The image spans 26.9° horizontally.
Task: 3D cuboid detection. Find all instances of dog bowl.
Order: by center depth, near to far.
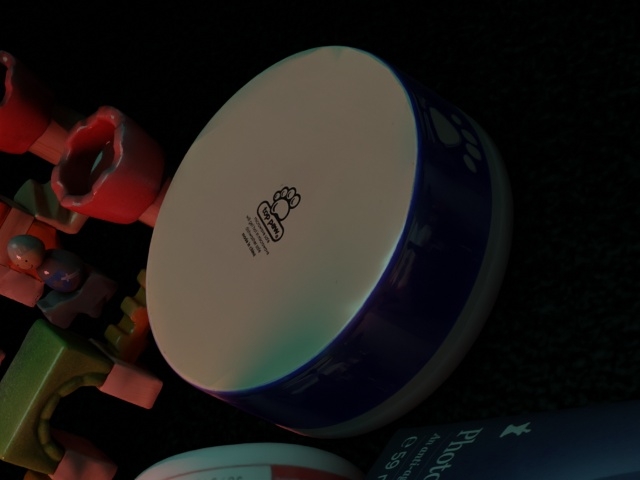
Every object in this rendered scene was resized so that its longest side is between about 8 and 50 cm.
[{"bbox_3d":[0.000,0.000,0.947,0.265,0.104,0.265,-24,53,35],"label":"dog bowl"}]

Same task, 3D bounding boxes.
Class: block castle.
[{"bbox_3d":[-0.296,0.079,1.124,0.303,0.213,0.453,30,91,50],"label":"block castle"}]

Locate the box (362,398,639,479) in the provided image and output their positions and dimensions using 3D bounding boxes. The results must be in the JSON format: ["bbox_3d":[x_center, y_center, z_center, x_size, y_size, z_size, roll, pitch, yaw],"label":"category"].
[{"bbox_3d":[0.120,0.215,0.549,0.294,0.182,0.296,-14,24,39],"label":"box"}]

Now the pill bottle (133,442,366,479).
[{"bbox_3d":[-0.038,0.277,0.782,0.161,0.161,0.283,-28,50,32],"label":"pill bottle"}]
